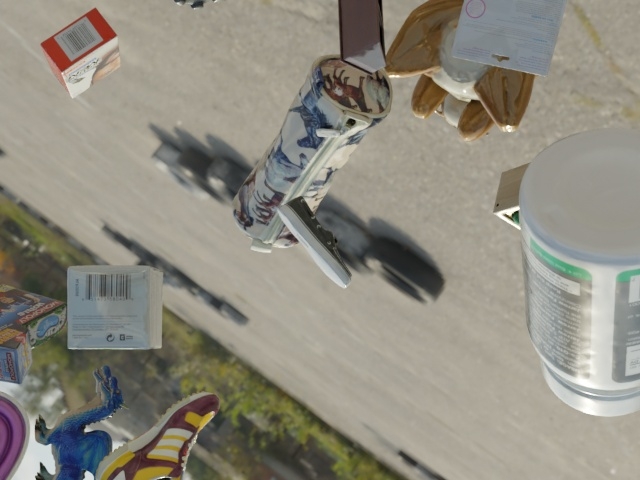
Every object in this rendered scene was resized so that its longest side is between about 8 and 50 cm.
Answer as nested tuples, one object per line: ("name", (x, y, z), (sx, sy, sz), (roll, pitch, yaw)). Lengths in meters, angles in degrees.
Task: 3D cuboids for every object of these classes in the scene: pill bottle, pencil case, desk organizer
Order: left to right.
("pencil case", (-0.024, -0.154, 1.853), (0.160, 0.183, 0.410), (28, 131, -8))
("desk organizer", (0.050, -0.235, 0.978), (0.050, 0.130, 0.047), (-19, 156, 42))
("pill bottle", (0.352, 0.054, 1.222), (0.204, 0.204, 0.361), (30, 153, 32))

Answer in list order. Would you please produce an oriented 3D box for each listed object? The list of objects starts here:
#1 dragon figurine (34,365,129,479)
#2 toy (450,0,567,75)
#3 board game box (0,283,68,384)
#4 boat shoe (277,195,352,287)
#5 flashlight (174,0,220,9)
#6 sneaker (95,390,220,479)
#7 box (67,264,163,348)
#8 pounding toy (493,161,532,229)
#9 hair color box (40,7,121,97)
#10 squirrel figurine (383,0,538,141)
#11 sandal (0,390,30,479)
("dragon figurine", (-0.376, 0.346, 1.577), (0.144, 0.289, 0.085), (0, 178, -9))
("toy", (0.278, -0.354, 1.369), (0.137, 0.237, 0.056), (15, -172, 17))
("board game box", (-0.471, 0.142, 1.457), (0.194, 0.194, 0.060), (13, 116, 30))
("boat shoe", (0.000, 0.000, 1.340), (0.142, 0.040, 0.049), (50, 165, 5))
("flashlight", (-0.222, -0.462, 1.351), (0.103, 0.103, 0.304), (83, 165, -73))
("sneaker", (-0.185, 0.267, 1.242), (0.084, 0.185, 0.069), (41, 150, 24))
("box", (-0.248, 0.082, 1.208), (0.101, 0.102, 0.087), (0, 175, 1))
("pounding toy", (0.425, -0.058, 1.637), (0.181, 0.094, 0.206), (28, 155, -26))
("hair color box", (-0.335, -0.262, 1.405), (0.053, 0.093, 0.167), (54, 171, -4))
("squirrel figurine", (0.333, -0.390, 1.978), (0.281, 0.397, 0.370), (20, 180, 16))
("sandal", (-0.497, 0.373, 1.250), (0.169, 0.416, 0.102), (23, 152, -16))
